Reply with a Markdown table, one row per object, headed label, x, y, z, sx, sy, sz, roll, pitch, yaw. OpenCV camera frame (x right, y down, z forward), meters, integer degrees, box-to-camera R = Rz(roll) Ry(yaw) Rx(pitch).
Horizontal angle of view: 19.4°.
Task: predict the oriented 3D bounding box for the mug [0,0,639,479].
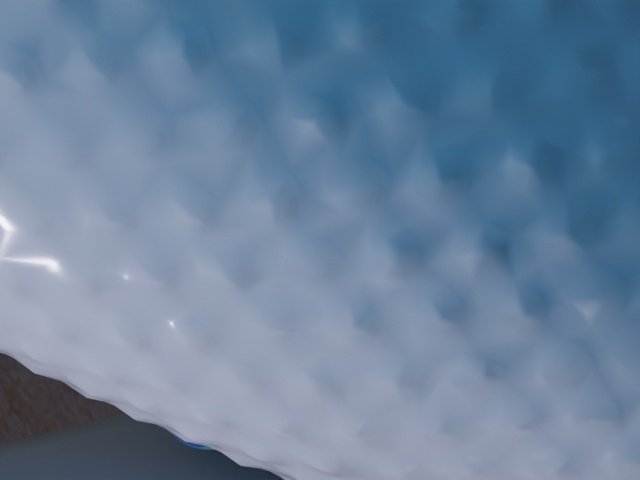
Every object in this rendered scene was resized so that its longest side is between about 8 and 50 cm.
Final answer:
| label | x | y | z | sx | sy | sz | roll | pitch | yaw |
| --- | --- | --- | --- | --- | --- | --- | --- | --- | --- |
| mug | 0.060 | -0.089 | 0.558 | 0.328 | 0.276 | 0.374 | 27 | 115 | -5 |

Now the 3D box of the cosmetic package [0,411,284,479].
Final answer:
| label | x | y | z | sx | sy | sz | roll | pitch | yaw |
| --- | --- | --- | --- | --- | --- | --- | --- | --- | --- |
| cosmetic package | -0.165 | 0.214 | 0.837 | 0.155 | 0.366 | 0.196 | 25 | 118 | 44 |

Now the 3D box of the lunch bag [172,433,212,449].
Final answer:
| label | x | y | z | sx | sy | sz | roll | pitch | yaw |
| --- | --- | --- | --- | --- | --- | --- | --- | --- | --- |
| lunch bag | 0.000 | 0.000 | 0.816 | 0.219 | 0.090 | 0.176 | -19 | 83 | 47 |
